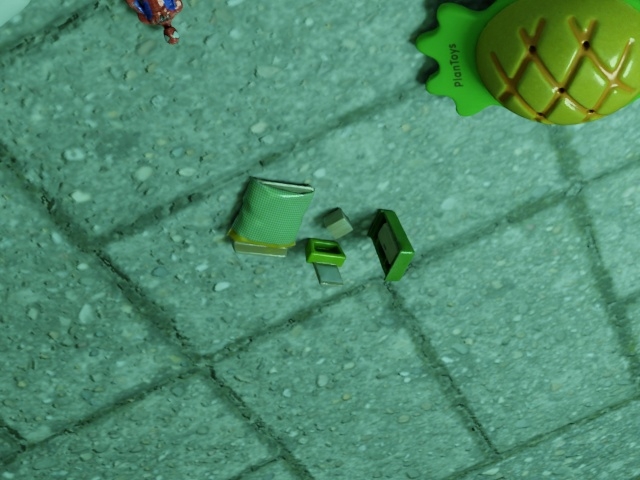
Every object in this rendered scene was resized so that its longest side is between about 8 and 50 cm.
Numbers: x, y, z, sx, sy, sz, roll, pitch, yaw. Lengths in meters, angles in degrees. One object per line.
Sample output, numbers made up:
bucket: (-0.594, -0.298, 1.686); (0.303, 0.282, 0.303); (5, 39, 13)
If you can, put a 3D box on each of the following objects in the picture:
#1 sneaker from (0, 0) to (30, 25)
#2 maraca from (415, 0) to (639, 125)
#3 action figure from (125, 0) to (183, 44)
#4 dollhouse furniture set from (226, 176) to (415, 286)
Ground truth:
sneaker: (-0.306, -0.190, 0.611); (0.169, 0.108, 0.292); (-37, 143, 16)
maraca: (0.167, -0.142, 0.819); (0.185, 0.099, 0.127); (-2, 131, 19)
action figure: (-0.121, -0.180, 0.730); (0.038, 0.030, 0.115); (-24, 138, -1)
dollhouse furniture set: (0.000, 0.000, 0.928); (0.151, 0.059, 0.076); (7, 131, -25)
